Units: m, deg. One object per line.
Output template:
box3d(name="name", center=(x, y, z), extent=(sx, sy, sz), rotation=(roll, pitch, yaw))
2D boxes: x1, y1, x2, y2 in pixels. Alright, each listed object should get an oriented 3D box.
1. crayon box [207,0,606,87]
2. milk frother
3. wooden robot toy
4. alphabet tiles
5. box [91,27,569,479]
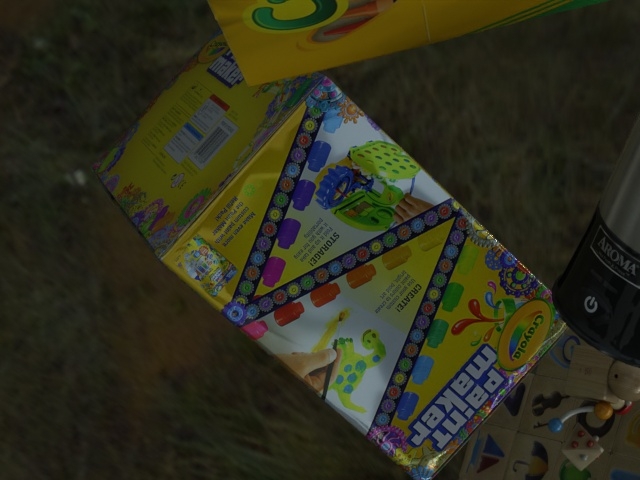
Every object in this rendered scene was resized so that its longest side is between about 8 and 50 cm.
box3d(name="crayon box", center=(0.082, -0.204, 0.799), extent=(0.313, 0.363, 0.106), rotation=(-14, 73, 3))
box3d(name="milk frother", center=(0.207, -0.010, 0.899), extent=(0.129, 0.143, 0.134), rotation=(34, 123, 20))
box3d(name="wooden robot toy", center=(0.244, 0.103, 1.464), extent=(0.079, 0.076, 0.173), rotation=(3, 78, 53))
box3d(name="alphabet tiles", center=(0.254, 0.217, 1.631), extent=(0.342, 0.011, 0.285), rotation=(7, 77, 49))
box3d(name="box", center=(0.000, 0.000, 1.431), extent=(0.279, 0.290, 0.177), rotation=(43, 90, -23))
